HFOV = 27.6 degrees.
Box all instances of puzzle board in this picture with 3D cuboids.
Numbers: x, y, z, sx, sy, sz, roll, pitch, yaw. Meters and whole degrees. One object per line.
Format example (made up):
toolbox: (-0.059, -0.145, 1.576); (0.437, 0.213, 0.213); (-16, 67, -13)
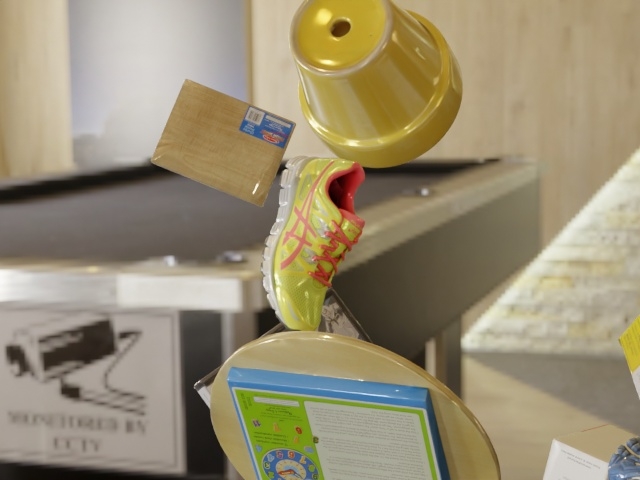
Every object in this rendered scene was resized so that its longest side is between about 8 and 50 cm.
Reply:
puzzle board: (-0.102, -0.102, 1.368); (0.128, 0.096, 0.011); (22, -5, 3)

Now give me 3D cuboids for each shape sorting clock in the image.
shape sorting clock: (0.022, 0.138, 0.876); (0.206, 0.206, 0.040); (3, 35, 25)

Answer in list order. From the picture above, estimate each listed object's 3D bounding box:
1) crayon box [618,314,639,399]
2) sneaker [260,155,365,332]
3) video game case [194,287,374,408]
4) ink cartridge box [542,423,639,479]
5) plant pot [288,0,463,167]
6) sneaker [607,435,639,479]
crayon box: (0.520, 0.086, 1.635); (0.081, 0.318, 0.202); (27, 28, -15)
sneaker: (0.000, 0.000, 1.368); (0.094, 0.208, 0.081); (-6, -23, 30)
video game case: (-0.010, 0.239, 1.919); (0.275, 0.248, 0.035); (-34, -4, -32)
ink cartridge box: (0.246, 0.254, 1.193); (0.063, 0.150, 0.109); (21, 15, 37)
plant pot: (0.068, -0.271, 1.991); (0.254, 0.254, 0.239); (3, -20, 22)
sneaker: (0.216, 0.143, 0.715); (0.135, 0.058, 0.052); (7, 12, -21)
